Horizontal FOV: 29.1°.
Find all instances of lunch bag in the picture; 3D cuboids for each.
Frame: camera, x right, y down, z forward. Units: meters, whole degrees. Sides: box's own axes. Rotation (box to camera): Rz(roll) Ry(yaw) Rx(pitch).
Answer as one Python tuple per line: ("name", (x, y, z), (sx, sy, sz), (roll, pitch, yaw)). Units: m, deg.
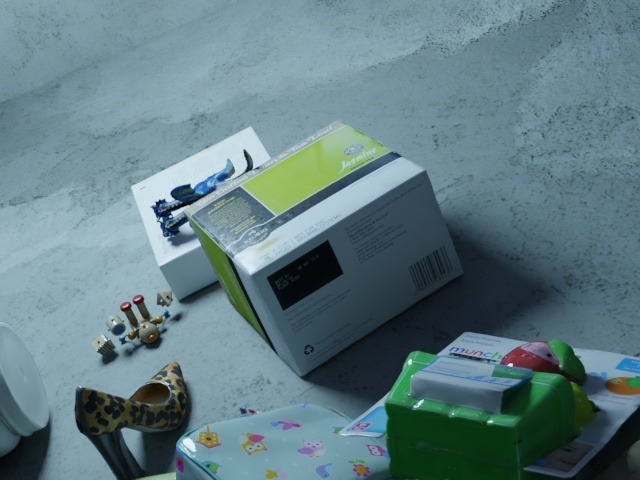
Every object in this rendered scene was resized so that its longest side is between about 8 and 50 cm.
("lunch bag", (-0.041, 0.317, 1.586), (0.279, 0.108, 0.224), (-7, 28, -37))

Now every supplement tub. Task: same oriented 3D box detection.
("supplement tub", (-0.639, 0.284, 2.059), (0.316, 0.228, 0.228), (-23, 30, 2))

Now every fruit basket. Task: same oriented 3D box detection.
("fruit basket", (0.247, 0.194, 1.611), (0.327, 0.166, 0.353), (7, 27, 35))

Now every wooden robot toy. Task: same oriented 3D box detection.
("wooden robot toy", (-0.324, 0.154, 2.204), (0.173, 0.076, 0.079), (-31, 41, -11))

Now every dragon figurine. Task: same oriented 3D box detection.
("dragon figurine", (-0.210, -0.075, 2.214), (0.144, 0.085, 0.289), (-32, 5, -27))

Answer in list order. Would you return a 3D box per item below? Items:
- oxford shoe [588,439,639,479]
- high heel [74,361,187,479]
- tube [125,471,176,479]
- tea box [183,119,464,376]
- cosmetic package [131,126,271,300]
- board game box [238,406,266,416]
("oxford shoe", (0.315, 0.326, 1.403), (0.123, 0.130, 0.348), (12, 46, 46))
("high heel", (-0.293, 0.232, 1.934), (0.093, 0.186, 0.261), (-10, 33, 24))
("tube", (-0.289, 0.386, 1.826), (0.240, 0.062, 0.070), (-14, -13, 27))
("tea box", (0.000, 0.000, 2.059), (0.329, 0.220, 0.323), (-31, 31, -11))
("cosmetic package", (-0.205, -0.063, 2.429), (0.284, 0.097, 0.377), (-25, 30, -4))
("board game box", (-0.101, 0.296, 1.849), (0.168, 0.033, 0.133), (2, 39, 38))
